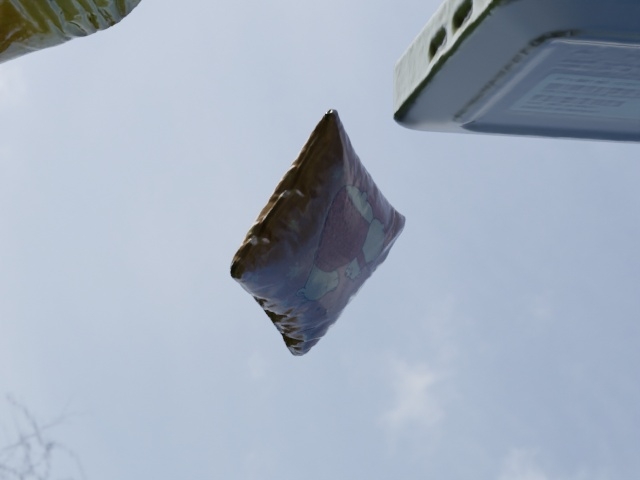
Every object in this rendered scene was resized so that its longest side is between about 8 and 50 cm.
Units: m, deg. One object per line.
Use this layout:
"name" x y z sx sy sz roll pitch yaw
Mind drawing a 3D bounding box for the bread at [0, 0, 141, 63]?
"bread" -0.261 -0.231 1.022 0.250 0.179 0.133 -6 -42 23

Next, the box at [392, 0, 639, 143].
"box" 0.284 -0.177 1.228 0.373 0.367 0.090 135 -46 -71

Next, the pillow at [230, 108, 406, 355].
"pillow" 0.000 0.000 1.442 0.084 0.223 0.236 22 -18 32
